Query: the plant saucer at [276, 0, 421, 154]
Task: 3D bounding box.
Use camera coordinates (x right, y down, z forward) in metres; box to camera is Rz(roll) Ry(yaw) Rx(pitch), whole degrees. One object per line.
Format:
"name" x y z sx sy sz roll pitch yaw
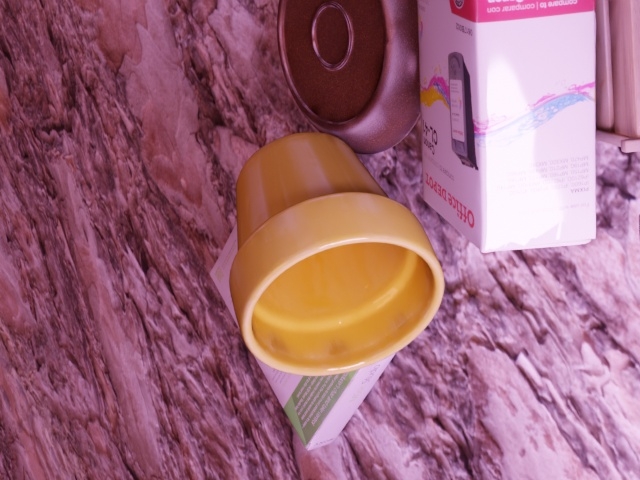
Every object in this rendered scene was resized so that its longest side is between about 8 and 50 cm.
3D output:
"plant saucer" 0.030 -0.261 1.845 0.311 0.050 0.310 18 112 53

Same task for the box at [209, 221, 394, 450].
"box" -0.031 0.095 2.012 0.322 0.059 0.232 60 140 28

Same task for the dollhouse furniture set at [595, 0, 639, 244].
"dollhouse furniture set" 0.360 -0.141 1.409 0.355 0.174 0.303 -134 38 -74

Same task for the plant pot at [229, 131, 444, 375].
"plant pot" 0.000 0.000 1.803 0.239 0.254 0.254 -109 33 -40

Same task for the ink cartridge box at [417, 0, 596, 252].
"ink cartridge box" 0.188 -0.165 1.496 0.226 0.131 0.306 -127 33 -69
